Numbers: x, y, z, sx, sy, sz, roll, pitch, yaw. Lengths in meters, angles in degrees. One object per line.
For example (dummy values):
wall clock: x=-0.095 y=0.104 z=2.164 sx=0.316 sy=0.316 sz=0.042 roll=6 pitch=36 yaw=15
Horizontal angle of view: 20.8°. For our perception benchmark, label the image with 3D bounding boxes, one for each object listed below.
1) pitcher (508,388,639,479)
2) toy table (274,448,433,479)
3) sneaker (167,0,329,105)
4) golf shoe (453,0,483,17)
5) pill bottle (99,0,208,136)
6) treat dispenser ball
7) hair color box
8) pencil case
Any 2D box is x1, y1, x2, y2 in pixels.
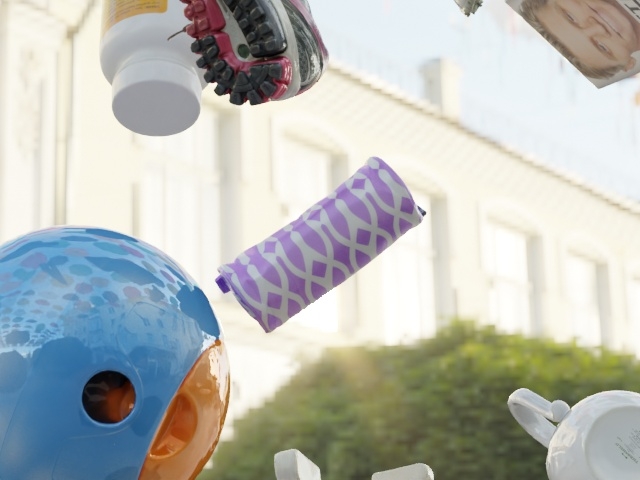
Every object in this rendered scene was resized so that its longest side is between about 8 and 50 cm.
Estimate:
pitcher: x=0.251 y=0.193 z=1.621 sx=0.178 sy=0.125 sz=0.207 roll=40 pitch=-11 yaw=10
toy table: x=0.016 y=0.359 z=2.031 sx=0.252 sy=0.161 sz=0.274 roll=-10 pitch=-31 yaw=10
sneaker: x=-0.095 y=-0.263 z=1.631 sx=0.121 sy=0.299 sz=0.112 roll=-27 pitch=-6 yaw=35
golf shoe: x=0.122 y=-0.253 z=1.583 sx=0.086 sy=0.069 sz=0.176 roll=35 pitch=6 yaw=-4
pill bottle: x=-0.187 y=-0.245 z=2.018 sx=0.136 sy=0.246 sz=0.136 roll=-1 pitch=-36 yaw=-1
treat dispenser ball: x=-0.227 y=0.129 z=1.611 sx=0.288 sy=0.288 sz=0.288 roll=-1 pitch=-15 yaw=0
hair color box: x=0.370 y=-0.298 z=2.050 sx=0.174 sy=0.105 sz=0.347 roll=42 pitch=-15 yaw=-8
pencil case: x=0.000 y=0.000 z=1.662 sx=0.206 sy=0.088 sz=0.086 roll=-36 pitch=-47 yaw=-8
